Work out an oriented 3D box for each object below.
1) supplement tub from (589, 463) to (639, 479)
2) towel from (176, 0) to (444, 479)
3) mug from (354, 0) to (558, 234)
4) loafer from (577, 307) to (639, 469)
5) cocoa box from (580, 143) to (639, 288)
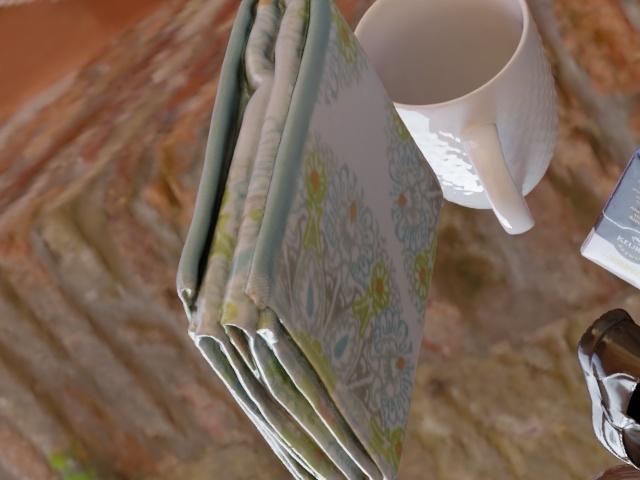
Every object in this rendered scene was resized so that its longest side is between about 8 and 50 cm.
[{"bbox_3d":[0.418,0.411,2.171,0.194,0.193,0.316,62,-171,1],"label":"supplement tub"},{"bbox_3d":[0.000,0.000,1.428,0.320,0.090,0.374,58,-145,-46],"label":"towel"},{"bbox_3d":[0.236,-0.173,2.504,0.328,0.276,0.374,59,-169,-49],"label":"mug"},{"bbox_3d":[0.289,0.152,1.493,0.078,0.080,0.220,42,171,42],"label":"loafer"},{"bbox_3d":[0.520,-0.027,1.894,0.347,0.228,0.231,32,-121,11],"label":"cocoa box"}]
